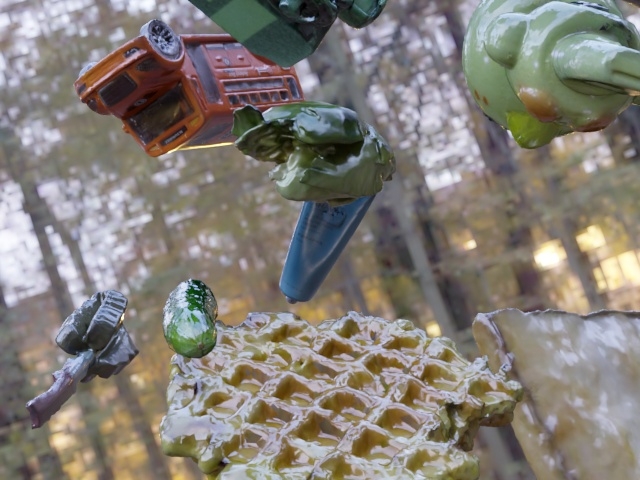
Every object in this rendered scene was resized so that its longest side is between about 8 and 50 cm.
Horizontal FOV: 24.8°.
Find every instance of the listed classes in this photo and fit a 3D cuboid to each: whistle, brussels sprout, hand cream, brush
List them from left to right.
[{"bbox_3d":[-0.246,0.126,1.505,0.071,0.084,0.301,-15,11,11],"label":"brush"},{"bbox_3d":[-0.002,-0.093,1.450,0.181,0.100,0.139,-7,22,-38],"label":"brussels sprout"},{"bbox_3d":[0.000,0.000,1.911,0.048,0.083,0.224,-73,5,-54],"label":"hand cream"},{"bbox_3d":[0.180,-0.120,1.085,0.141,0.141,0.294,-20,22,7],"label":"whistle"}]

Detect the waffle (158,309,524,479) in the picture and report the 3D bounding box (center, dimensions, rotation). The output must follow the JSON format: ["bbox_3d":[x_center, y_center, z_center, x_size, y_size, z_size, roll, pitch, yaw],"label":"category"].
[{"bbox_3d":[0.020,0.131,1.123,0.281,0.058,0.301,3,22,-1],"label":"waffle"}]

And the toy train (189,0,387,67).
[{"bbox_3d":[-0.067,-0.333,1.585,0.167,0.299,0.238,-57,17,-21],"label":"toy train"}]

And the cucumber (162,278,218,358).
[{"bbox_3d":[-0.088,0.049,0.973,0.037,0.037,0.155,-19,11,-1],"label":"cucumber"}]

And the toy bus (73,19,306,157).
[{"bbox_3d":[-0.167,-0.200,1.934,0.143,0.153,0.329,-29,-9,32],"label":"toy bus"}]

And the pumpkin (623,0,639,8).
[{"bbox_3d":[0.425,-0.359,1.585,0.325,0.232,0.242,-35,-3,39],"label":"pumpkin"}]

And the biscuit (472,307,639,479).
[{"bbox_3d":[0.420,0.268,1.775,0.429,0.446,0.104,-4,-28,-43],"label":"biscuit"}]
